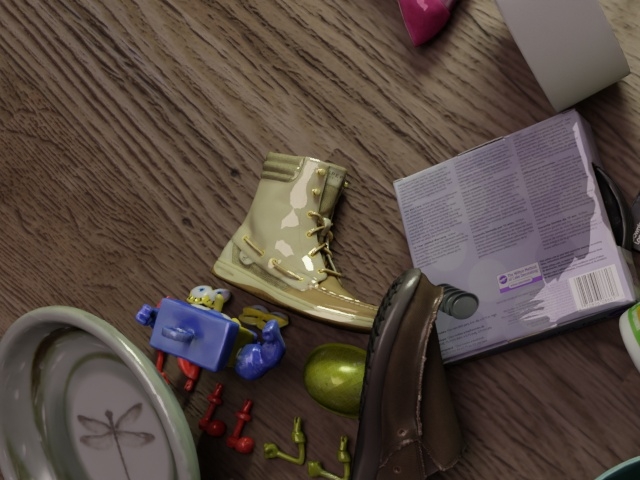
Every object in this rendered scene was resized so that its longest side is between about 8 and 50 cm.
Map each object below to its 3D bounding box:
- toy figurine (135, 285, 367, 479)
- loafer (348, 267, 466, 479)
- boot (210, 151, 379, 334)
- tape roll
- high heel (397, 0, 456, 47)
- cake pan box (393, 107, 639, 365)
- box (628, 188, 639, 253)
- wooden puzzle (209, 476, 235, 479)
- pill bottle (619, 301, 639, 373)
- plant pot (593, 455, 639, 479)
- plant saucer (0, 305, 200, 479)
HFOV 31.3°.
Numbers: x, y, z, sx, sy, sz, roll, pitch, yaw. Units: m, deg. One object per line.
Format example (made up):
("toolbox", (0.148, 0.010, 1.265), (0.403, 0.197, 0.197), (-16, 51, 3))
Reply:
("toy figurine", (-0.120, 0.161, 1.429), (0.362, 0.217, 0.191), (20, 84, 29))
("loafer", (0.109, 0.213, 1.349), (0.130, 0.134, 0.366), (8, 101, 2))
("boot", (0.000, 0.000, 1.494), (0.262, 0.095, 0.204), (20, 83, 32))
("tape roll", (0.257, -0.297, 1.350), (0.100, 0.286, 0.286), (-28, 66, 15))
("high heel", (0.083, -0.366, 1.571), (0.244, 0.082, 0.117), (38, 89, 18))
("cake pan box", (0.237, -0.001, 1.378), (0.266, 0.070, 0.246), (-22, 72, 24))
("box", (0.440, -0.016, 1.329), (0.162, 0.029, 0.116), (30, 90, 27))
("wooden puzzle", (-0.123, 0.344, 1.496), (0.049, 0.006, 0.083), (-36, 63, 11))
("pill bottle", (0.455, 0.070, 1.210), (0.245, 0.136, 0.136), (-39, 62, 24))
("plant pot", (0.385, 0.362, 1.128), (0.293, 0.235, 0.293), (-7, 73, 23))
("plant saucer", (-0.274, 0.269, 1.483), (0.400, 0.100, 0.401), (14, 111, 38))
